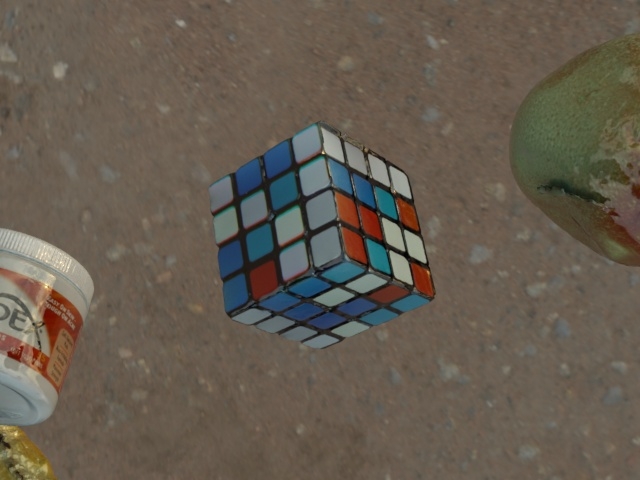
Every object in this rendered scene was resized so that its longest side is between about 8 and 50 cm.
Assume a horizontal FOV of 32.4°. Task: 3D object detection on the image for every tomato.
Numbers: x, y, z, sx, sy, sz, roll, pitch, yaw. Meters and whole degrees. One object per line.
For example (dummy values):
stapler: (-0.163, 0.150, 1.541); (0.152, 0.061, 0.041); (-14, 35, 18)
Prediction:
tomato: (0.392, -0.117, 1.415); (0.239, 0.303, 0.303); (21, 101, -43)

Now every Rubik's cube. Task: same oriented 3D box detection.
Rubik's cube: (0.000, 0.000, 1.092); (0.151, 0.155, 0.154); (-26, 148, 28)

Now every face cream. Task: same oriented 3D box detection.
face cream: (-0.406, 0.112, 1.379); (0.201, 0.201, 0.187); (26, 56, -21)

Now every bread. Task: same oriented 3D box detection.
bread: (-0.479, 0.375, 1.620); (0.174, 0.245, 0.121); (-51, 144, 0)
